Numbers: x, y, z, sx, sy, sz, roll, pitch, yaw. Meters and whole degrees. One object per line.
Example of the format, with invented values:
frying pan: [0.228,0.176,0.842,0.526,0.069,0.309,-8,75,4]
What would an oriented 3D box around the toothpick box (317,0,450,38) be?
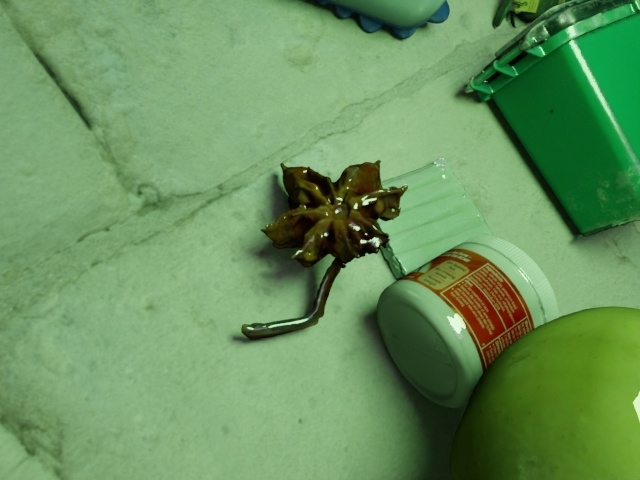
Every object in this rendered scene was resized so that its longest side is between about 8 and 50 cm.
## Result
toothpick box: [0.091,-0.499,1.041,0.355,0.263,0.262,15,69,-16]

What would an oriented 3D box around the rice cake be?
rice cake: [0.176,-0.040,1.024,0.198,0.037,0.189,-27,84,-24]

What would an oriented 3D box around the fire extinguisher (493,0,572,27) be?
fire extinguisher: [0.491,-0.504,1.251,0.311,0.114,0.095,-14,40,-24]

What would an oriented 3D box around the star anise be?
star anise: [-0.006,-0.002,0.891,0.237,0.148,0.346,25,77,32]

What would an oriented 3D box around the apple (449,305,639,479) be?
apple: [0.325,0.252,0.697,0.358,0.357,0.357,6,72,-18]

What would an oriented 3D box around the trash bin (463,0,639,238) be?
trash bin: [0.478,-0.216,1.070,0.295,0.259,0.381,-25,86,-24]

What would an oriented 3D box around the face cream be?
face cream: [0.212,0.117,0.899,0.187,0.201,0.201,-28,85,-24]
